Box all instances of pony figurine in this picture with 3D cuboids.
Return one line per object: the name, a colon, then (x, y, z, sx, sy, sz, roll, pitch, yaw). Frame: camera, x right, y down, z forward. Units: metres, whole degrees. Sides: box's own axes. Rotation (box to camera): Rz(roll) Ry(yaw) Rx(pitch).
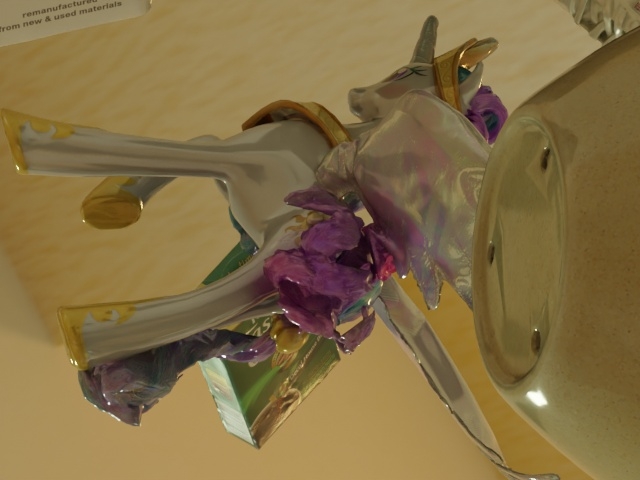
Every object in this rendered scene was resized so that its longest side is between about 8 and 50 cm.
pony figurine: (0.000, 0.000, 1.217, 0.303, 0.363, 0.351, 87, 164, -50)

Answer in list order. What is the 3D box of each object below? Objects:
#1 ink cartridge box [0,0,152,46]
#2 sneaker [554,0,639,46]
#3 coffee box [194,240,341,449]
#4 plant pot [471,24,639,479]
ink cartridge box: (-0.153, -0.239, 0.860, 0.100, 0.237, 0.172, -15, -132, -18)
sneaker: (0.222, -0.148, 1.203, 0.235, 0.090, 0.095, 25, -112, 9)
coffee box: (-0.045, 0.074, 1.428, 0.113, 0.040, 0.184, -46, -32, -23)
plant pot: (0.177, 0.012, 0.817, 0.190, 0.284, 0.284, 3, -113, -13)
